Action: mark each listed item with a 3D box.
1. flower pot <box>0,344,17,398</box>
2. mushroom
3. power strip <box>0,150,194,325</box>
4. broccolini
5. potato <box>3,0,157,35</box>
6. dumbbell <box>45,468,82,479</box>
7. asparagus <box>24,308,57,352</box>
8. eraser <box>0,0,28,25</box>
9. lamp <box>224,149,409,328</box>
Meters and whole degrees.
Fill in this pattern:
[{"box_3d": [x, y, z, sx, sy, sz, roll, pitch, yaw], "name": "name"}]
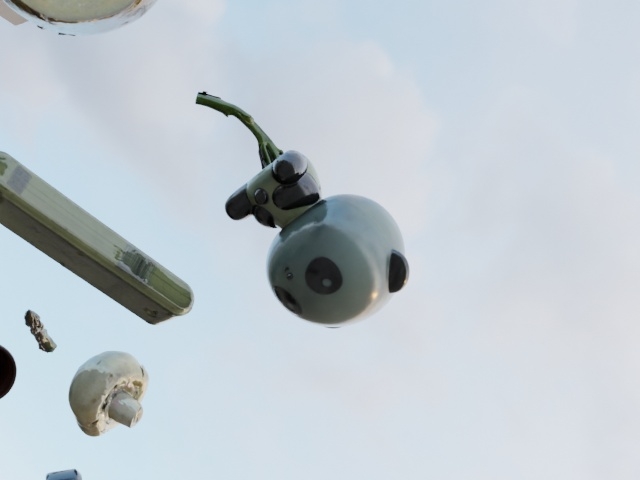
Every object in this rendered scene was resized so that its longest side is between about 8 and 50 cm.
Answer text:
[{"box_3d": [-0.574, 0.209, 2.120, 0.111, 0.111, 0.089, 62, -13, -26], "name": "flower pot"}, {"box_3d": [-0.343, 0.254, 2.049, 0.122, 0.154, 0.154, 35, -32, 19], "name": "mushroom"}, {"box_3d": [-0.341, -0.009, 1.715, 0.388, 0.066, 0.092, 37, -36, -23], "name": "power strip"}, {"box_3d": [-0.130, -0.135, 2.125, 0.271, 0.123, 0.062, 46, -19, -9], "name": "broccolini"}, {"box_3d": [-0.272, -0.281, 1.438, 0.138, 0.243, 0.098, -24, -86, 55], "name": "potato"}, {"box_3d": [-0.451, 0.423, 1.834, 0.152, 0.218, 0.152, 174, -90, -78], "name": "dumbbell"}, {"box_3d": [-0.544, 0.174, 2.425, 0.036, 0.030, 0.165, 26, -25, 15], "name": "asparagus"}, {"box_3d": [-0.599, -0.475, 2.142, 0.076, 0.078, 0.298, -14, -27, 31], "name": "eraser"}, {"box_3d": [0.000, 0.000, 1.666, 0.244, 0.198, 0.198, 51, -31, -4], "name": "lamp"}]
